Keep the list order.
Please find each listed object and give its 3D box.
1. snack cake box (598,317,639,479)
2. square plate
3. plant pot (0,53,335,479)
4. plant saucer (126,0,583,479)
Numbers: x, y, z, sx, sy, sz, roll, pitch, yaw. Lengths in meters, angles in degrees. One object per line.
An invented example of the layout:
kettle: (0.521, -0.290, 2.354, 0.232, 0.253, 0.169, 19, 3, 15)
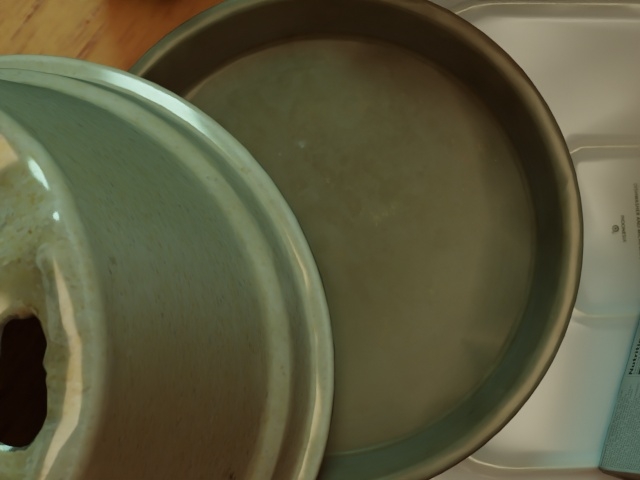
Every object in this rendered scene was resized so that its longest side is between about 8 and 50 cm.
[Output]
snack cake box: (0.240, 0.008, 0.792, 0.089, 0.152, 0.264, 19, 82, -6)
square plate: (0.176, 0.000, 0.885, 0.344, 0.049, 0.347, -1, 84, -9)
plant pot: (-0.168, 0.052, 0.664, 0.334, 0.305, 0.334, 0, 84, 4)
plant saucer: (0.000, 0.000, 0.830, 0.278, 0.041, 0.278, -1, 84, 9)
